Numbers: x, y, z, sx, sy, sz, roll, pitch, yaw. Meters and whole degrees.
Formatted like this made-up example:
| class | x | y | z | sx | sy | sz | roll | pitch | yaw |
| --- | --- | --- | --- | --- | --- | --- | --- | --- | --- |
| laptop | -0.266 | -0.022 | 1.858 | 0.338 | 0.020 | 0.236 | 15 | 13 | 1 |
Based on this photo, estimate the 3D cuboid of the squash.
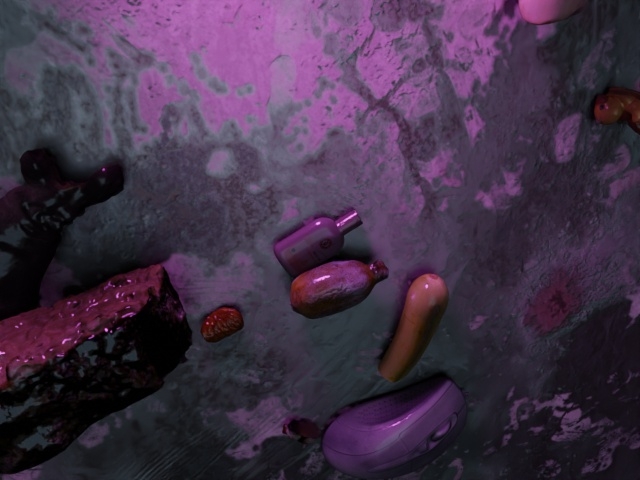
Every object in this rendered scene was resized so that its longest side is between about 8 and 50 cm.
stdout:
| class | x | y | z | sx | sy | sz | roll | pitch | yaw |
| --- | --- | --- | --- | --- | --- | --- | --- | --- | --- |
| squash | 0.193 | 0.178 | 0.937 | 0.083 | 0.083 | 0.250 | 10 | 115 | -17 |

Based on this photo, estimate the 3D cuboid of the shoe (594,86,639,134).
| class | x | y | z | sx | sy | sz | roll | pitch | yaw |
| --- | --- | --- | --- | --- | --- | --- | --- | --- | --- |
| shoe | 0.557 | -0.233 | 0.823 | 0.108 | 0.072 | 0.069 | 10 | 107 | -16 |

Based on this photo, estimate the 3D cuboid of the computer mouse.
| class | x | y | z | sx | sy | sz | roll | pitch | yaw |
| --- | --- | --- | --- | --- | --- | --- | --- | --- | --- |
| computer mouse | 0.187 | 0.443 | 1.039 | 0.370 | 0.122 | 0.188 | -23 | 118 | -4 |

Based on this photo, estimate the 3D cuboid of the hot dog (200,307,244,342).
| class | x | y | z | sx | sy | sz | roll | pitch | yaw |
| --- | --- | --- | --- | --- | --- | --- | --- | --- | --- |
| hot dog | -0.185 | 0.161 | 0.866 | 0.083 | 0.035 | 0.058 | -28 | 118 | 1 |

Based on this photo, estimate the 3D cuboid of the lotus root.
| class | x | y | z | sx | sy | sz | roll | pitch | yaw |
| --- | --- | --- | --- | --- | --- | --- | --- | --- | --- |
| lotus root | 0.034 | 0.084 | 0.840 | 0.191 | 0.088 | 0.113 | -18 | 157 | -3 |

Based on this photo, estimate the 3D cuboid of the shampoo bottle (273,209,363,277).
| class | x | y | z | sx | sy | sz | roll | pitch | yaw |
| --- | --- | --- | --- | --- | --- | --- | --- | --- | --- |
| shampoo bottle | 0.000 | 0.000 | 0.829 | 0.165 | 0.040 | 0.080 | -31 | 117 | 4 |

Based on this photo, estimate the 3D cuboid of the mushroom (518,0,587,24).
| class | x | y | z | sx | sy | sz | roll | pitch | yaw |
| --- | --- | --- | --- | --- | --- | --- | --- | --- | --- |
| mushroom | 0.356 | -0.455 | 0.570 | 0.314 | 0.315 | 0.336 | -13 | 140 | -6 |

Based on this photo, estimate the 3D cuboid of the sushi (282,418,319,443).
| class | x | y | z | sx | sy | sz | roll | pitch | yaw |
| --- | --- | --- | --- | --- | --- | --- | --- | --- | --- |
| sushi | -0.047 | 0.429 | 1.028 | 0.083 | 0.044 | 0.046 | 28 | 128 | -21 |

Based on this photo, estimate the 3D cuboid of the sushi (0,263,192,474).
| class | x | y | z | sx | sy | sz | roll | pitch | yaw |
| --- | --- | --- | --- | --- | --- | --- | --- | --- | --- |
| sushi | -0.367 | 0.171 | 0.690 | 0.350 | 0.210 | 0.171 | -29 | 125 | -32 |

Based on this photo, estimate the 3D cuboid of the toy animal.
| class | x | y | z | sx | sy | sz | roll | pitch | yaw |
| --- | --- | --- | --- | --- | --- | --- | --- | --- | --- |
| toy animal | -0.458 | -0.013 | 0.690 | 0.168 | 0.106 | 0.343 | 36 | 99 | -24 |
